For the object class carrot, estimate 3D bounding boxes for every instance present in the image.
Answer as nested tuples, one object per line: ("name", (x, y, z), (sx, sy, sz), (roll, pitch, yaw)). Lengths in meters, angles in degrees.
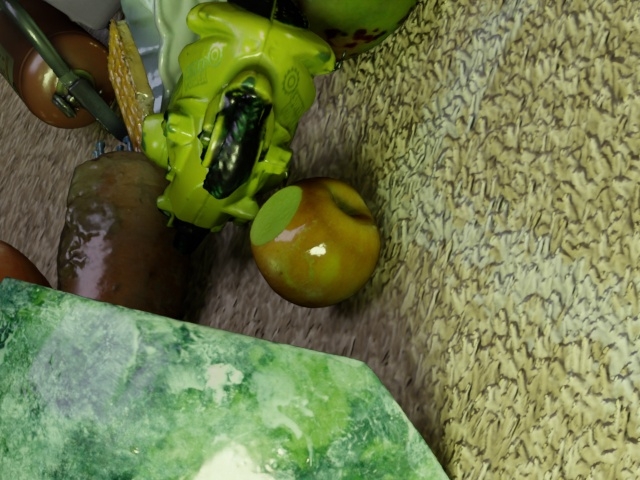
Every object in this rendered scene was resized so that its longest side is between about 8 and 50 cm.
("carrot", (-0.197, 0.063, 1.752), (0.138, 0.138, 0.302), (-12, 68, 52))

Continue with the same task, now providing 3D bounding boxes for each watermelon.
("watermelon", (-0.083, 0.163, 1.424), (0.258, 0.387, 0.228), (-1, -71, -75))

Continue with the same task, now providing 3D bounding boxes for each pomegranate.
("pomegranate", (0.016, -0.273, 1.677), (0.202, 0.202, 0.248), (-28, 14, 44))

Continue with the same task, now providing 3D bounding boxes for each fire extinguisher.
("fire extinguisher", (-0.339, -0.221, 2.127), (0.113, 0.200, 0.376), (-58, 29, 5))

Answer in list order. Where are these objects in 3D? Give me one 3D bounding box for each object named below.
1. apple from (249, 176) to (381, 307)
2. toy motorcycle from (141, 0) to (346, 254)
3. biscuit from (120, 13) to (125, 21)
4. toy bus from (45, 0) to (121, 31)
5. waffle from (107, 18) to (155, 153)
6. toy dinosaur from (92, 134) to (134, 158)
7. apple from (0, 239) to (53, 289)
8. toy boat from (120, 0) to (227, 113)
("apple", (0.000, 0.000, 1.538), (0.102, 0.099, 0.114), (-38, 29, 30))
("toy motorcycle", (-0.081, -0.107, 1.600), (0.206, 0.142, 0.342), (-64, 5, -16))
("biscuit", (-0.165, -0.303, 2.092), (0.186, 0.036, 0.192), (14, 76, 60))
("toy bus", (-0.211, -0.458, 2.071), (0.440, 0.209, 0.249), (-46, 24, 20))
("waffle", (-0.188, -0.146, 1.819), (0.092, 0.021, 0.135), (106, 146, -56))
("toy dinosaur", (-0.213, -0.067, 1.916), (0.197, 0.045, 0.080), (139, 119, -70))
("apple", (-0.380, 0.106, 1.891), (0.242, 0.242, 0.241), (-51, 33, 17))
("toy boat", (-0.151, -0.205, 1.865), (0.199, 0.100, 0.290), (-122, 27, -51))
